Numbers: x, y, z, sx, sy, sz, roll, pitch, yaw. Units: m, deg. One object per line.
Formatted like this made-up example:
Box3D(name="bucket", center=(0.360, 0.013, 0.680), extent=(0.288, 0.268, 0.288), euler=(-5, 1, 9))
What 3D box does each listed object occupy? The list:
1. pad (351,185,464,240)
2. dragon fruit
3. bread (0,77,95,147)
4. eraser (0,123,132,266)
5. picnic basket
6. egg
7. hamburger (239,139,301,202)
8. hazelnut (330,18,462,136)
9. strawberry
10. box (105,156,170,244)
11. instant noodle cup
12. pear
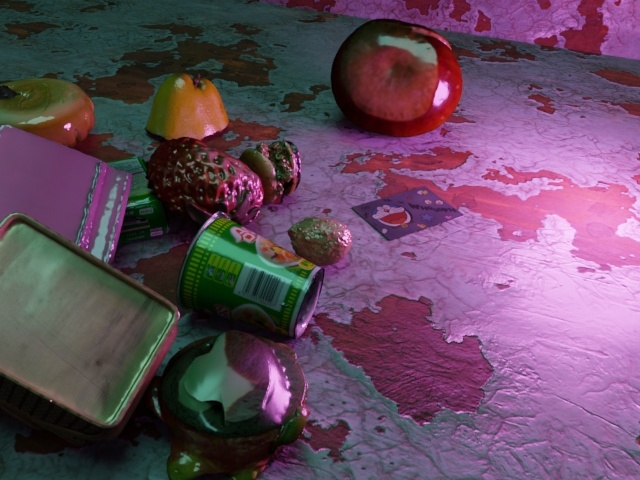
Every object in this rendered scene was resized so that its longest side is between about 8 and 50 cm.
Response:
Box3D(name="pad", center=(0.225, -0.076, 1.529), extent=(0.245, 0.006, 0.170), euler=(-17, 40, -26))
Box3D(name="dragon fruit", center=(-0.144, 0.250, 0.949), extent=(0.268, 0.130, 0.295), euler=(18, 38, 11))
Box3D(name="bread", center=(-0.787, -0.337, 1.666), extent=(0.332, 0.160, 0.333), euler=(3, 38, -2))
Box3D(name="eraser", center=(-0.528, -0.016, 1.117), extent=(0.272, 0.122, 0.360), euler=(23, 48, -27))
Box3D(name="picnic basket", center=(-0.405, 0.149, 0.909), extent=(0.312, 0.175, 0.228), euler=(34, 52, -12))
Box3D(name="egg", center=(0.000, 0.000, 1.308), extent=(0.140, 0.118, 0.116), euler=(-1, 52, 9))
Box3D(name="hamburger", center=(-0.126, -0.172, 1.501), extent=(0.131, 0.160, 0.184), euler=(-20, 22, -35))
Box3D(name="hazelnut", center=(0.238, -0.503, 1.845), extent=(0.408, 0.360, 0.359), euler=(16, 37, 3))
Box3D(name="strawberry", center=(-0.275, -0.162, 1.395), extent=(0.265, 0.149, 0.336), euler=(5, 29, -47))
Box3D(name="box", center=(-0.473, -0.099, 1.416), extent=(0.180, 0.103, 0.250), euler=(-14, 38, -23))
Box3D(name="instant noodle cup", center=(-0.123, 0.076, 1.136), extent=(0.232, 0.207, 0.207), euler=(21, 39, 12))
Box3D(name="pear", center=(-0.414, -0.424, 1.812), extent=(0.266, 0.178, 0.267), euler=(0, 33, 0))
